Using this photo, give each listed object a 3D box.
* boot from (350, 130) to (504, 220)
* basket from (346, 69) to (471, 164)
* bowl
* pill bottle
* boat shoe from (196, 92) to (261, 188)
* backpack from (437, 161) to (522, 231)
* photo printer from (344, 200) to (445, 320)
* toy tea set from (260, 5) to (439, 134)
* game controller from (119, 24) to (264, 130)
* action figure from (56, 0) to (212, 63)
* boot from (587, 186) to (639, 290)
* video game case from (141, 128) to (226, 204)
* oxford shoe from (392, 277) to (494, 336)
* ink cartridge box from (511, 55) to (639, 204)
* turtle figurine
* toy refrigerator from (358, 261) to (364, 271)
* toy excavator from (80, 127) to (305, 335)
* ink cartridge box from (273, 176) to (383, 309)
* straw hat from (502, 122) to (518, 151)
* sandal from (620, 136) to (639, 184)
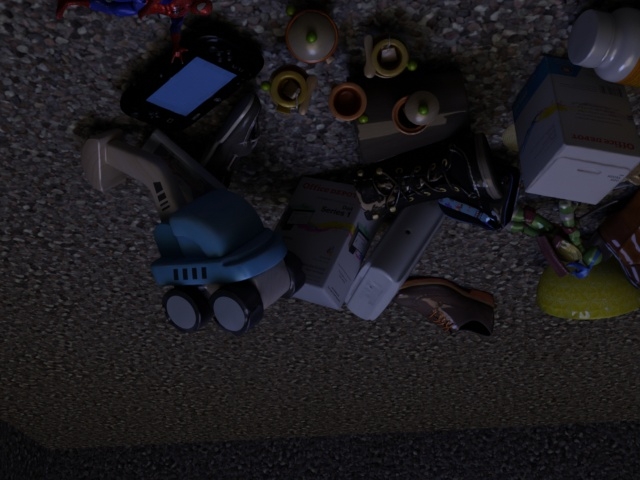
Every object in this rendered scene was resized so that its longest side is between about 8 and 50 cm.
[{"bbox_3d":[0.214,-0.126,1.642,0.284,0.377,0.138,-18,105,6],"label":"boot"},{"bbox_3d":[0.183,-0.264,1.613,0.227,0.154,0.204,-10,138,9],"label":"basket"},{"bbox_3d":[0.725,0.089,2.152,0.290,0.289,0.156,-8,106,12],"label":"bowl"},{"bbox_3d":[0.594,-0.354,1.468,0.246,0.136,0.136,8,148,-13],"label":"pill bottle"},{"bbox_3d":[-0.183,-0.210,1.725,0.096,0.112,0.335,28,148,-17],"label":"boat shoe"},{"bbox_3d":[0.369,-0.115,1.861,0.173,0.117,0.158,15,113,25],"label":"backpack"},{"bbox_3d":[0.193,0.026,1.956,0.107,0.307,0.256,34,149,5],"label":"photo printer"},{"bbox_3d":[0.064,-0.303,1.459,0.336,0.124,0.200,12,106,-3],"label":"toy tea set"},{"bbox_3d":[-0.262,-0.318,1.596,0.166,0.067,0.319,27,141,-36],"label":"game controller"},{"bbox_3d":[-0.334,-0.398,1.406,0.281,0.139,0.091,0,150,-4],"label":"action figure"},{"bbox_3d":[0.847,-0.016,1.947,0.264,0.096,0.280,44,130,12],"label":"boot"},{"bbox_3d":[-0.327,-0.148,1.806,0.201,0.023,0.183,41,148,-11],"label":"video game case"},{"bbox_3d":[0.375,0.206,2.396,0.364,0.132,0.130,12,147,-18],"label":"oxford shoe"},{"bbox_3d":[0.509,-0.220,1.596,0.171,0.232,0.168,8,148,-12],"label":"ink cartridge box"},{"bbox_3d":[0.583,-0.067,1.941,0.266,0.198,0.274,21,111,16],"label":"turtle figurine"},{"bbox_3d":[-0.016,0.092,2.246,0.270,0.094,0.102,14,146,-23],"label":"toy refrigerator"},{"bbox_3d":[-0.290,-0.044,1.719,0.433,0.222,0.445,-3,110,36],"label":"toy excavator"},{"bbox_3d":[0.000,0.000,1.870,0.201,0.278,0.117,13,155,32],"label":"ink cartridge box"},{"bbox_3d":[0.483,-0.215,1.771,0.145,0.061,0.144,0,148,0],"label":"straw hat"},{"bbox_3d":[0.725,-0.155,1.852,0.088,0.079,0.240,13,146,-21],"label":"sandal"}]
